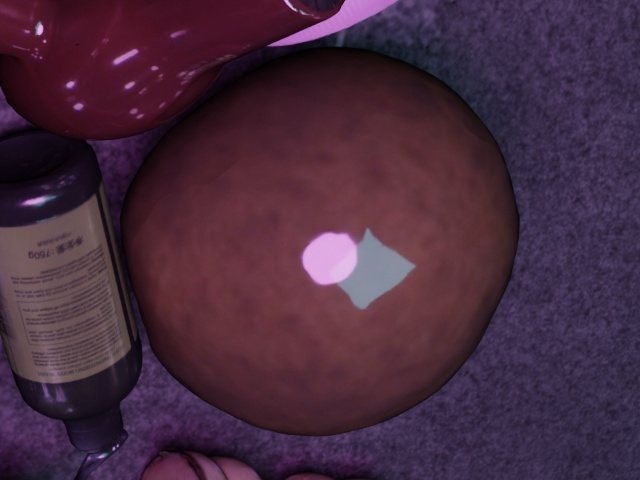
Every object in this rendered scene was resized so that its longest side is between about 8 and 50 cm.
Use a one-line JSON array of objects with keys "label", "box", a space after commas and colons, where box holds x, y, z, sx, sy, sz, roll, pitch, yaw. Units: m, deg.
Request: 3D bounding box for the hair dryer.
[{"label": "hair dryer", "box": [-0.195, -0.150, 0.785, 0.340, 0.312, 0.123, 9, 78, -35]}]

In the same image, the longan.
[{"label": "longan", "box": [0.000, 0.004, 0.992, 0.297, 0.297, 0.297, -11, 116, -24]}]

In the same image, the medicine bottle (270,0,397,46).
[{"label": "medicine bottle", "box": [-0.052, -0.306, 0.862, 0.202, 0.202, 0.316, -37, 123, -9]}]

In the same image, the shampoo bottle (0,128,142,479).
[{"label": "shampoo bottle", "box": [-0.192, 0.059, 1.003, 0.101, 0.101, 0.284, -21, 126, -19]}]

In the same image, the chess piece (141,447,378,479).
[{"label": "chess piece", "box": [-0.028, 0.259, 1.173, 0.261, 0.143, 0.142, 9, 107, -35]}]
